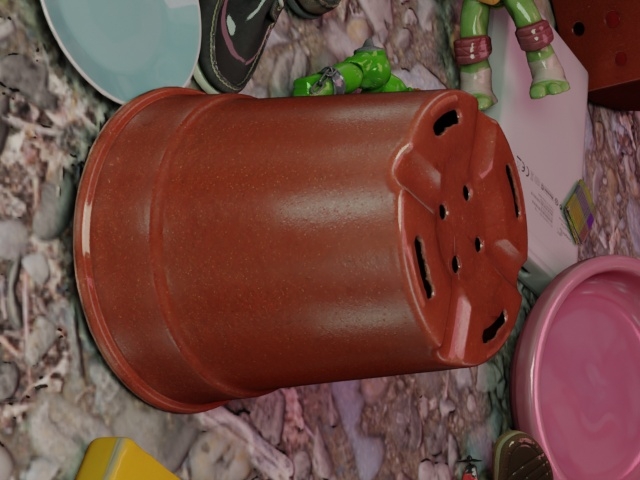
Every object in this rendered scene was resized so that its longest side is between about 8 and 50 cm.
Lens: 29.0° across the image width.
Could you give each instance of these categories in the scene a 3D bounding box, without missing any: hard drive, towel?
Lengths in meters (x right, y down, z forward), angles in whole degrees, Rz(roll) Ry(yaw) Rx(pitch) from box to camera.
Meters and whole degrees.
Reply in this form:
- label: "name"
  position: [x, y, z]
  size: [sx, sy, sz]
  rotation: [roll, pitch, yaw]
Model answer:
- label: "hard drive"
  position: [0.273, -0.122, 1.594]
  size: [0.233, 0.047, 0.353]
  rotation: [38, 52, -44]
- label: "towel"
  position: [0.339, -0.038, 1.617]
  size: [0.060, 0.009, 0.083]
  rotation: [64, 37, -21]

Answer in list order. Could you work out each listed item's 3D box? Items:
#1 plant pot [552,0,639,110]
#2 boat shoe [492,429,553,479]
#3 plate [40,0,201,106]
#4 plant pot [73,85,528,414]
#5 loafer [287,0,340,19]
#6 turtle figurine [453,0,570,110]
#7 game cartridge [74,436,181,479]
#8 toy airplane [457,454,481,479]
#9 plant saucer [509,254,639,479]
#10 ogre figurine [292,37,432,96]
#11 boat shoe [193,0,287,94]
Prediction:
- label: "plant pot"
  position: [0.481, -0.327, 1.783]
  size: [0.236, 0.267, 0.267]
  rotation: [-14, 93, -44]
- label: "boat shoe"
  position: [0.224, 0.284, 1.401]
  size: [0.068, 0.072, 0.190]
  rotation: [-21, 118, -11]
- label: "plate"
  position: [-0.166, -0.197, 1.004]
  size: [0.188, 0.024, 0.188]
  rotation: [18, 67, -51]
- label: "plant pot"
  position: [0.000, 0.000, 0.955]
  size: [0.272, 0.265, 0.272]
  rotation: [9, 80, -55]
- label: "loafer"
  position: [-0.008, -0.357, 1.218]
  size: [0.096, 0.084, 0.267]
  rotation: [-3, 84, -54]
- label: "turtle figurine"
  position: [0.198, -0.285, 1.406]
  size: [0.198, 0.275, 0.266]
  rotation: [-17, 101, -21]
- label: "game cartridge"
  position: [-0.125, 0.352, 0.898]
  size: [0.285, 0.053, 0.323]
  rotation: [49, 47, -36]
- label: "toy airplane"
  position: [0.167, 0.308, 1.341]
  size: [0.151, 0.028, 0.151]
  rotation: [21, 64, -53]
- label: "plant saucer"
  position: [0.348, 0.185, 1.522]
  size: [0.332, 0.084, 0.332]
  rotation: [6, 81, -36]
- label: "ogre figurine"
  position: [0.050, -0.115, 1.238]
  size: [0.197, 0.097, 0.118]
  rotation: [44, 64, -20]
- label: "boat shoe"
  position: [-0.058, -0.237, 1.109]
  size: [0.084, 0.079, 0.233]
  rotation: [32, 66, -38]
